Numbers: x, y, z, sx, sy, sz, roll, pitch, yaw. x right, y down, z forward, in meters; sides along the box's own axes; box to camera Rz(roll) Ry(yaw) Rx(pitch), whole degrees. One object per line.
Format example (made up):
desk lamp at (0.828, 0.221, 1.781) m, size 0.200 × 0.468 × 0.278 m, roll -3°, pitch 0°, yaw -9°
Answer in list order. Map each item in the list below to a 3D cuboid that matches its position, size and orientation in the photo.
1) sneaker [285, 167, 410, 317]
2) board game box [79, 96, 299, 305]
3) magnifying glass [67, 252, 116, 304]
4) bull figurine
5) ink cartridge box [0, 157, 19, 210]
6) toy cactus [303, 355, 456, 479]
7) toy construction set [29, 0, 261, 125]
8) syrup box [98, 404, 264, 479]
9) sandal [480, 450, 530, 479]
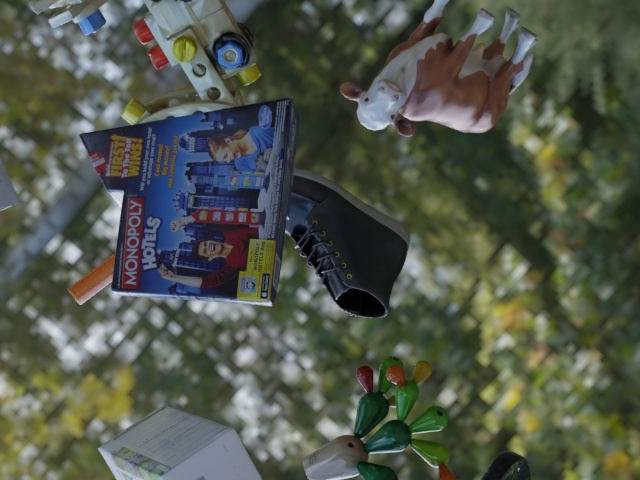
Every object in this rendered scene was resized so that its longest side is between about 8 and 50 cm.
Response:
sneaker at (0.000, 0.000, 2.334) m, size 0.222 × 0.083 × 0.118 m, roll 24°, pitch -129°, yaw -12°
board game box at (-0.127, -0.036, 1.806) m, size 0.194 × 0.194 × 0.060 m, roll 4°, pitch 163°, yaw 8°
magnifying glass at (-0.208, -0.002, 2.410) m, size 0.026 × 0.231 × 0.092 m, roll 48°, pitch 174°, yaw 28°
bull figurine at (0.154, -0.209, 2.435) m, size 0.101 × 0.188 × 0.310 m, roll 43°, pitch -163°, yaw 24°
ink cartridge box at (-0.487, -0.020, 1.838) m, size 0.272 × 0.309 × 0.130 m, roll -24°, pitch -86°, yaw -44°
toy cactus at (0.062, 0.234, 2.278) m, size 0.112 × 0.180 × 0.219 m, roll 38°, pitch -146°, yaw -54°
toy construction set at (-0.199, -0.225, 2.385) m, size 0.327 × 0.215 × 0.151 m, roll 56°, pitch -167°, yaw -32°
syrup box at (-0.144, 0.244, 2.074) m, size 0.093 × 0.096 × 0.237 m, roll 62°, pitch 161°, yaw -12°
sandal at (0.213, 0.462, 2.471) m, size 0.107 × 0.445 × 0.167 m, roll 23°, pitch -154°, yaw 25°
